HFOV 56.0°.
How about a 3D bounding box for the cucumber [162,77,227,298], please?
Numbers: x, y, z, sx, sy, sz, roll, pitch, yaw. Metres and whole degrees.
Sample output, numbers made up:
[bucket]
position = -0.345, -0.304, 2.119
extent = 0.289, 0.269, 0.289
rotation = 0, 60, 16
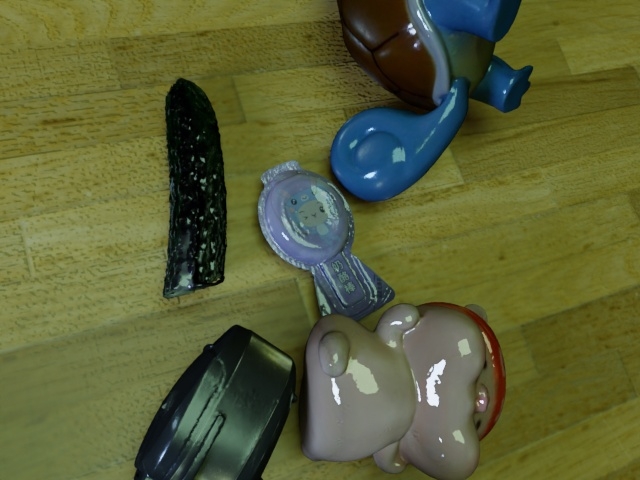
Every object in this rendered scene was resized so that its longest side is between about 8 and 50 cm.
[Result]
[cucumber]
position = -0.127, -0.060, 0.615
extent = 0.067, 0.067, 0.245
rotation = 4, 69, -17

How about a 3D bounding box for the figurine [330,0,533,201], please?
[figurine]
position = 0.121, -0.255, 0.696
extent = 0.298, 0.243, 0.416
rotation = 22, 61, -59

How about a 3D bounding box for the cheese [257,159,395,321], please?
[cheese]
position = 0.000, 0.000, 0.647
extent = 0.105, 0.042, 0.191
rotation = -29, 85, -23

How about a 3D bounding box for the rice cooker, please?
[rice cooker]
position = -0.088, 0.157, 0.526
extent = 0.106, 0.112, 0.165
rotation = 27, 66, -15

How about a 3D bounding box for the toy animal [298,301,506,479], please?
[toy animal]
position = 0.081, 0.137, 0.569
extent = 0.197, 0.171, 0.171
rotation = -2, 73, -15
